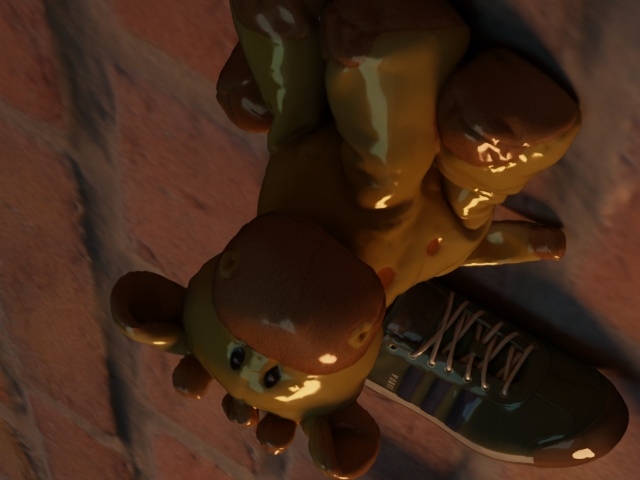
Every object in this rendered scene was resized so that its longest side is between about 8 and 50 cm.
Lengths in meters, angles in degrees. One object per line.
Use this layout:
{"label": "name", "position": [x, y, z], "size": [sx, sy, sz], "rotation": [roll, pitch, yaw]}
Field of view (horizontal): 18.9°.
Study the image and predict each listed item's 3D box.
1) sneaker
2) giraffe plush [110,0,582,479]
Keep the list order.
{"label": "sneaker", "position": [0.066, 0.059, 1.013], "size": [0.192, 0.064, 0.086], "rotation": [18, 157, 45]}
{"label": "giraffe plush", "position": [0.000, 0.000, 0.854], "size": [0.181, 0.170, 0.210], "rotation": [25, 156, 25]}
